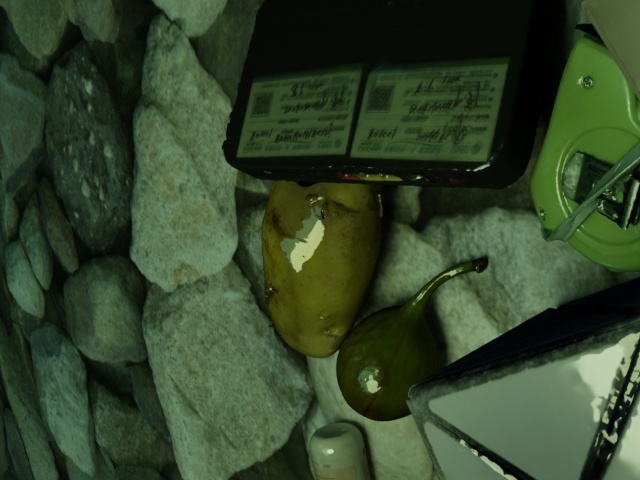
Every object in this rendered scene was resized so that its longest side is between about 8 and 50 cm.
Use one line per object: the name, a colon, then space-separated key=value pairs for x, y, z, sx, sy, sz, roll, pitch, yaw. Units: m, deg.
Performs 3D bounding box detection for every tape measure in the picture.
tape measure: x=0.260 y=-0.059 z=0.721 sx=0.175 sy=0.106 sz=0.199 roll=41 pitch=133 yaw=35

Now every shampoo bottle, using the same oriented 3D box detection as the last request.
shampoo bottle: x=0.035 y=0.344 z=1.145 sx=0.074 sy=0.074 sz=0.191 roll=1 pitch=105 yaw=48

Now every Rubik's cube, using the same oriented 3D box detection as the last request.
Rubik's cube: x=0.269 y=0.171 z=0.684 sx=0.260 sy=0.259 sz=0.254 roll=-31 pitch=82 yaw=50

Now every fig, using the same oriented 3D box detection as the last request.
fig: x=0.104 y=0.101 z=0.964 sx=0.124 sy=0.124 sz=0.236 roll=44 pitch=118 yaw=28

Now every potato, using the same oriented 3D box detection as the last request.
potato: x=0.000 y=0.000 z=0.999 sx=0.140 sy=0.173 sz=0.300 roll=10 pitch=118 yaw=-1

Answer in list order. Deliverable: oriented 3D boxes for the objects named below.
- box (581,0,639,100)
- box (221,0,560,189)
box: x=0.336 y=-0.031 z=0.573 sx=0.051 sy=0.205 sz=0.365 roll=-39 pitch=74 yaw=48
box: x=0.056 y=-0.161 z=0.856 sx=0.350 sy=0.058 sz=0.211 roll=7 pitch=80 yaw=39
